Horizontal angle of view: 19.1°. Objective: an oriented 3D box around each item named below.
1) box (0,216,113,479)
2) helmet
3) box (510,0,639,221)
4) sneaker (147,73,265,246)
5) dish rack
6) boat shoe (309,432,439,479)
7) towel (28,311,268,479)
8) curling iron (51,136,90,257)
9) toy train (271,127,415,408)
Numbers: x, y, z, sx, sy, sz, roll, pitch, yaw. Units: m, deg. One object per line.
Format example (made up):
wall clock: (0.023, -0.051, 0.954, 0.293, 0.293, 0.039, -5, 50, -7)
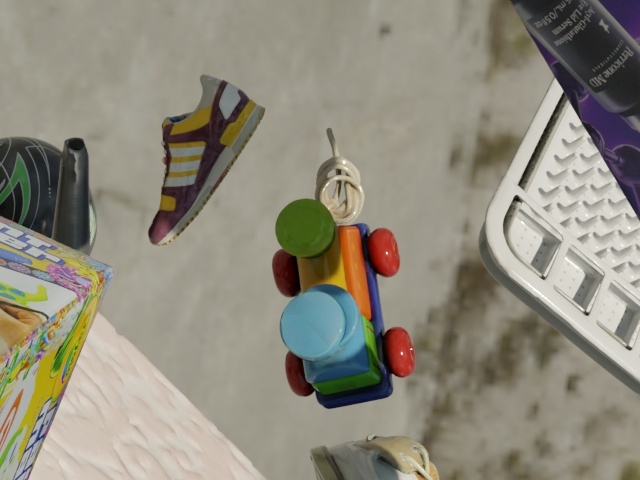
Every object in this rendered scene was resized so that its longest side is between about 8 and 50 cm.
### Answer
box: (-0.245, 0.130, 0.785, 0.279, 0.177, 0.290, -48, 162, -77)
helmet: (-0.317, -0.024, 2.012, 0.161, 0.169, 0.169, -44, 174, -3)
box: (0.178, -0.116, 0.819, 0.153, 0.207, 0.108, -18, -160, 49)
sneaker: (-0.136, -0.082, 1.927, 0.185, 0.084, 0.069, -54, -177, 13)
dish rack: (0.298, -0.016, 1.895, 0.072, 0.285, 0.333, -37, -161, 52)
boat shoe: (0.052, 0.215, 1.645, 0.302, 0.103, 0.113, -140, -146, -86)
towel: (-0.122, 0.149, 1.116, 0.053, 0.317, 0.332, -43, -171, 11)
curling iron: (-0.197, 0.016, 1.409, 0.035, 0.068, 0.274, -39, 162, -31)
toy train: (0.000, 0.000, 1.531, 0.143, 0.105, 0.248, 50, 30, -67)
